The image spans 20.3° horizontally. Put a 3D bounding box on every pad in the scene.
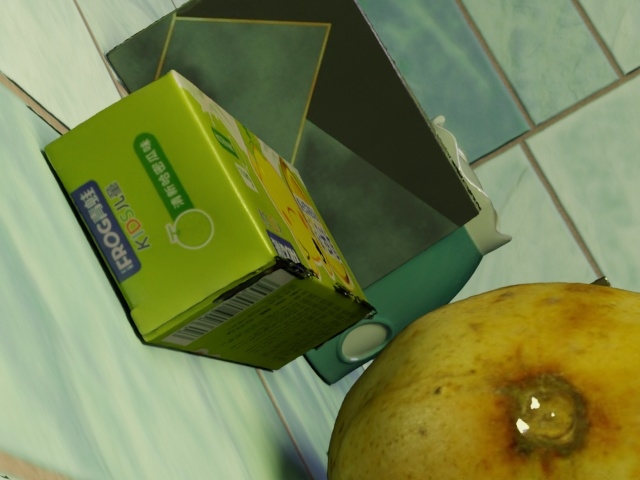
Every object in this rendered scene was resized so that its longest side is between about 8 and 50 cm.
[{"bbox_3d":[-0.014,-0.070,1.206,0.243,0.163,0.004,57,-1,-23],"label":"pad"}]

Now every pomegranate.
[{"bbox_3d":[0.131,0.136,0.962,0.260,0.260,0.260,59,5,-9],"label":"pomegranate"}]

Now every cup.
[{"bbox_3d":[0.043,-0.004,1.331,0.300,0.173,0.167,54,9,-52],"label":"cup"}]

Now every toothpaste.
[{"bbox_3d":[-0.048,0.001,0.972,0.110,0.077,0.327,59,5,10],"label":"toothpaste"}]

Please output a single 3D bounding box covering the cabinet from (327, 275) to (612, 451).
[{"bbox_3d":[0.140,0.143,1.213,0.148,0.215,0.175,60,5,0],"label":"cabinet"}]
